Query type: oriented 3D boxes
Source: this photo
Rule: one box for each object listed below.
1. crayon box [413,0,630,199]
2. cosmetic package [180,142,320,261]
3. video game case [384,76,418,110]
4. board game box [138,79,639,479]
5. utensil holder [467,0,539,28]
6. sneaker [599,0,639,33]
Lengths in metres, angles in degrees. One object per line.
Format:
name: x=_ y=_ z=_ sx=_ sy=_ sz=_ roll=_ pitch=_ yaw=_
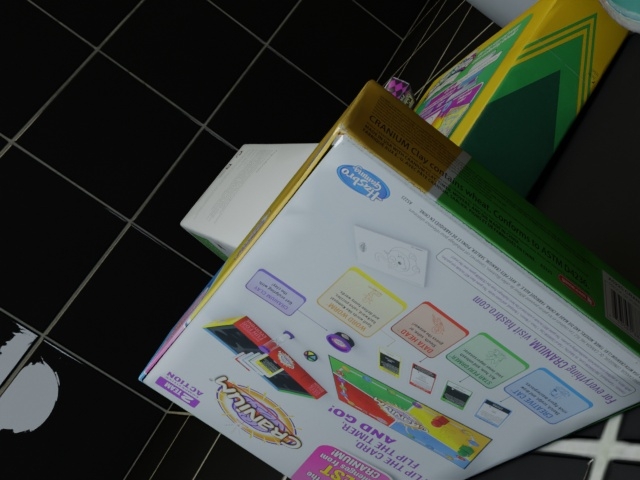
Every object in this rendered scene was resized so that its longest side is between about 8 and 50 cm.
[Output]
crayon box: x=0.186 y=-0.130 z=0.816 sx=0.313 sy=0.106 sz=0.363 roll=-54 pitch=9 yaw=-12
cosmetic package: x=0.000 y=0.000 z=0.707 sx=0.155 sy=0.197 sz=0.365 roll=-52 pitch=25 yaw=-10
video game case: x=0.101 y=-0.123 z=1.043 sx=0.232 sy=0.041 sz=0.210 roll=-56 pitch=-30 yaw=-6
board game box: x=0.032 y=0.080 z=0.444 sx=0.316 sy=0.242 sz=0.064 roll=-46 pitch=12 yaw=41
utensil holder: x=0.282 y=-0.556 z=0.969 sx=0.328 sy=0.385 sz=0.328 roll=-53 pitch=11 yaw=14
sneaker: x=0.285 y=-0.292 z=0.564 sx=0.108 sy=0.121 sz=0.302 roll=-35 pitch=41 yaw=13
